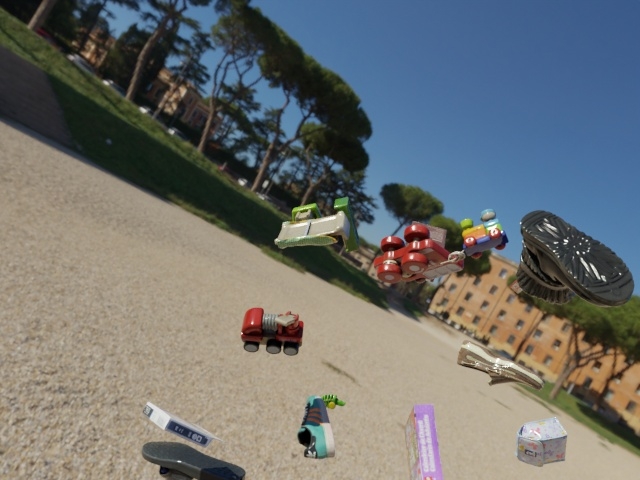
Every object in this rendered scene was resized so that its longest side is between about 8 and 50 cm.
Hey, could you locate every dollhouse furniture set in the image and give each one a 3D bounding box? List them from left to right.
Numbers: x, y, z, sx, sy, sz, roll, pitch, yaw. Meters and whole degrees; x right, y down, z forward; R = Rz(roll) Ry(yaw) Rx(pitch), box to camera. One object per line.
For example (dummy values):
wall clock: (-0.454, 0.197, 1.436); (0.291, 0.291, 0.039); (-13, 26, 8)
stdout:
dollhouse furniture set: (0.000, 0.000, 1.454); (0.197, 0.151, 0.301); (-11, 19, 10)

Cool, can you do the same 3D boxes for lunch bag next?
lunch bag: (0.398, 0.369, 0.896); (0.083, 0.071, 0.053); (-9, 27, 1)

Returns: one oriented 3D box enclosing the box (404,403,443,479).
box: (0.280, 0.592, 1.368); (0.057, 0.201, 0.293); (-3, -33, 2)

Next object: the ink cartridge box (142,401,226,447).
ink cartridge box: (-0.423, 0.576, 1.520); (0.208, 0.045, 0.206); (38, -24, -29)

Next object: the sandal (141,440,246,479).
sandal: (-0.470, 0.812, 1.739); (0.445, 0.107, 0.167); (6, -6, 30)

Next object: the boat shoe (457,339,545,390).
boat shoe: (0.538, 0.401, 1.498); (0.257, 0.095, 0.095); (23, -11, 35)

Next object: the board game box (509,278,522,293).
board game box: (0.777, 0.111, 1.799); (0.045, 0.146, 0.193); (45, -9, 18)

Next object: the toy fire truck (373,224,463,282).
toy fire truck: (0.374, 0.092, 1.949); (0.254, 0.169, 0.302); (33, -39, -28)

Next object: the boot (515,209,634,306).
boot: (0.657, 0.103, 1.308); (0.348, 0.131, 0.260); (-117, -173, -48)

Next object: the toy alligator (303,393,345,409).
toy alligator: (0.010, 0.655, 2.010); (0.189, 0.051, 0.056); (-12, 4, 21)

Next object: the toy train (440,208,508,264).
toy train: (0.539, -0.015, 1.796); (0.105, 0.248, 0.143); (45, 31, -47)

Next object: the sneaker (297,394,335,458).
sneaker: (-0.033, 0.690, 1.851); (0.121, 0.108, 0.302); (-1, 20, -12)

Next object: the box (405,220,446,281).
box: (0.471, 0.049, 2.273); (0.167, 0.169, 0.203); (16, 41, 7)

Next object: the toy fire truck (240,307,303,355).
toy fire truck: (-0.166, 0.292, 1.698); (0.216, 0.159, 0.246); (6, -46, -1)
